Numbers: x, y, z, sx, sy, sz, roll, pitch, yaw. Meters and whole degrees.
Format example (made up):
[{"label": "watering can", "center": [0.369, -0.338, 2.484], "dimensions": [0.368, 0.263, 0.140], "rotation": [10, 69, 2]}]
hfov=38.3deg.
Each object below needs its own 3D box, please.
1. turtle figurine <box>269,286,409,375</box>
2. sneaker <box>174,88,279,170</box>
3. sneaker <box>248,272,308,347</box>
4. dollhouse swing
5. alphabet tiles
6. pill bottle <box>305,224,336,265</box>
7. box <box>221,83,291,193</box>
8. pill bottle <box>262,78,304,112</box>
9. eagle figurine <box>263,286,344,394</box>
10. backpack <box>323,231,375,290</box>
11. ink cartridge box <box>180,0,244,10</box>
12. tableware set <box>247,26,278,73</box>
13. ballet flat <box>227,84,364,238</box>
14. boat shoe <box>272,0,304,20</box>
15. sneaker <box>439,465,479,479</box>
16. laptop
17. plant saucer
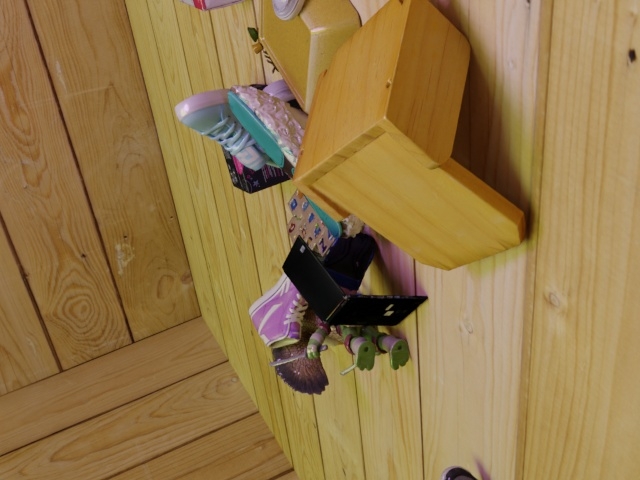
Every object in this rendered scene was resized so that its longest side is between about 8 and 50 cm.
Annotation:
[{"label": "turtle figurine", "center": [0.073, 0.262, 2.164], "dimensions": [0.198, 0.274, 0.266], "rotation": [39, 174, -29]}, {"label": "sneaker", "center": [-0.172, -0.243, 2.115], "dimensions": [0.135, 0.366, 0.150], "rotation": [-32, 68, 34]}, {"label": "sneaker", "center": [-0.055, 0.168, 2.382], "dimensions": [0.282, 0.102, 0.161], "rotation": [-47, 49, 24]}, {"label": "dollhouse swing", "center": [0.169, -0.161, 1.505], "dimensions": [0.347, 0.305, 0.315], "rotation": [-30, 43, 63]}, {"label": "alphabet tiles", "center": [-0.010, -0.063, 2.126], "dimensions": [0.237, 0.009, 0.198], "rotation": [-56, 45, 40]}, {"label": "pill bottle", "center": [0.000, 0.000, 2.215], "dimensions": [0.094, 0.094, 0.169], "rotation": [64, 155, 14]}, {"label": "box", "center": [-0.174, -0.265, 2.364], "dimensions": [0.163, 0.142, 0.247], "rotation": [-152, 45, -67]}, {"label": "pill bottle", "center": [-0.064, -0.267, 2.079], "dimensions": [0.180, 0.108, 0.108], "rotation": [63, 162, 17]}, {"label": "eagle figurine", "center": [-0.027, 0.250, 2.472], "dimensions": [0.298, 0.225, 0.226], "rotation": [-130, 33, -72]}, {"label": "backpack", "center": [0.062, 0.041, 2.036], "dimensions": [0.098, 0.120, 0.101], "rotation": [23, 155, 3]}, {"label": "ink cartridge box", "center": [-0.301, -0.697, 2.251], "dimensions": [0.306, 0.131, 0.226], "rotation": [36, 144, 58]}, {"label": "tableware set", "center": [-0.123, -0.429, 2.082], "dimensions": [0.104, 0.024, 0.154], "rotation": [66, -164, 6]}, {"label": "ballet flat", "center": [-0.029, -0.183, 1.953], "dimensions": [0.409, 0.147, 0.147], "rotation": [52, 161, 5]}, {"label": "boat shoe", "center": [-0.072, -0.527, 1.714], "dimensions": [0.079, 0.081, 0.227], "rotation": [13, 103, 39]}, {"label": "sneaker", "center": [0.347, 0.563, 1.851], "dimensions": [0.268, 0.101, 0.153], "rotation": [57, 160, 16]}, {"label": "laptop", "center": [0.065, 0.091, 1.965], "dimensions": [0.234, 0.264, 0.136], "rotation": [121, 149, -69]}, {"label": "plant saucer", "center": [-0.042, -0.427, 1.877], "dimensions": [0.333, 0.081, 0.332], "rotation": [60, 160, 27]}]
